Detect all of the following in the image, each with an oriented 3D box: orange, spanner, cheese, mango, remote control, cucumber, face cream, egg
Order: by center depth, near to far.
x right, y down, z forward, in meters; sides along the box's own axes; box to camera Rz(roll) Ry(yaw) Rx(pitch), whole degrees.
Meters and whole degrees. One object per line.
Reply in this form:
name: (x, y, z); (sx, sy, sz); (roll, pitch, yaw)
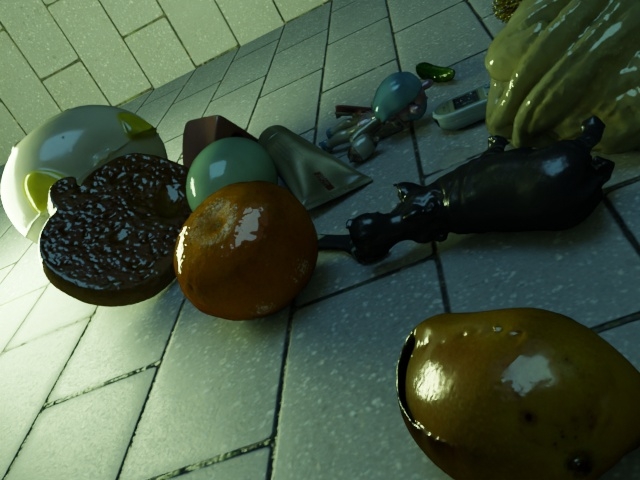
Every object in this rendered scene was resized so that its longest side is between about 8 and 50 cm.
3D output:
mango: (0.153, 0.129, 0.613); (0.166, 0.136, 0.236); (-38, 21, -9)
orange: (-0.105, 0.021, 1.040); (0.224, 0.170, 0.224); (-23, 46, 26)
spanner: (0.000, 0.000, 1.142); (0.316, 0.024, 0.087); (0, 37, 48)
remote control: (0.318, -0.257, 1.258); (0.244, 0.047, 0.087); (-21, 30, 16)
egg: (-0.163, -0.107, 1.334); (0.168, 0.168, 0.231); (-21, 23, 16)
face cream: (-0.032, -0.144, 1.386); (0.137, 0.084, 0.341); (-25, 31, -13)
cheese: (-0.211, -0.144, 1.532); (0.128, 0.203, 0.177); (1, 69, 41)
cucumber: (0.243, -0.362, 1.537); (0.039, 0.039, 0.168); (-34, 28, -9)

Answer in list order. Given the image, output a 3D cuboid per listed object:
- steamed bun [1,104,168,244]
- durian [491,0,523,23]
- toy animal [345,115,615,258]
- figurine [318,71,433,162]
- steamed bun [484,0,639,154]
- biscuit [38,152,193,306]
steamed bun: (-0.523, -0.141, 1.602); (0.334, 0.333, 0.374); (3, 42, 49)
durian: (0.464, -0.562, 1.566); (0.193, 0.137, 0.237); (-35, 25, -11)
toy animal: (0.207, -0.059, 0.939); (0.343, 0.106, 0.168); (-14, 27, 35)
figurine: (0.090, -0.235, 1.389); (0.260, 0.102, 0.205); (-20, 23, 41)
steamed bun: (0.403, -0.268, 0.990); (0.372, 0.230, 0.325); (-5, 31, 45)
biscuit: (-0.385, -0.032, 1.365); (0.314, 0.063, 0.367); (20, 49, 10)
